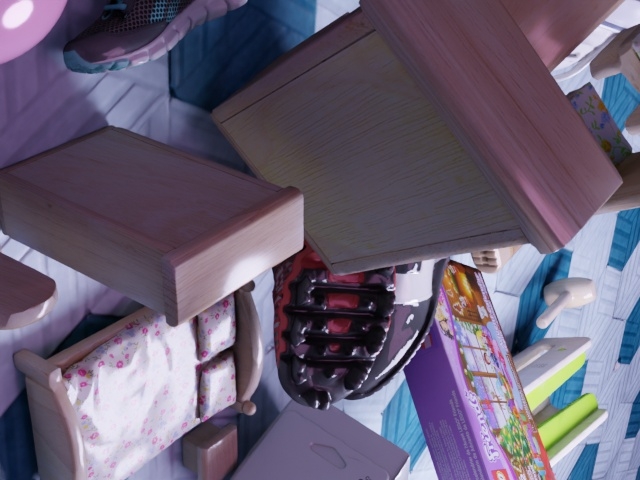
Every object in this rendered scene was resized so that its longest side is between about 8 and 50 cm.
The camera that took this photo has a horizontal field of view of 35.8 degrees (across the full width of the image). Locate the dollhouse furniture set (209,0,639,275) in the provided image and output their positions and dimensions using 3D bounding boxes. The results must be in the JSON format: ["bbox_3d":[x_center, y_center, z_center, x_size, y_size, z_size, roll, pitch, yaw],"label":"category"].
[{"bbox_3d":[0.149,-0.170,0.695,0.394,0.256,0.362,-43,103,-24],"label":"dollhouse furniture set"}]

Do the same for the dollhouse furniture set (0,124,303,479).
[{"bbox_3d":[-0.124,0.124,0.695,0.303,0.174,0.356,-31,132,-43],"label":"dollhouse furniture set"}]

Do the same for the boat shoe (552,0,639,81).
[{"bbox_3d":[0.214,-0.215,1.013,0.367,0.136,0.156,-9,142,-39],"label":"boat shoe"}]

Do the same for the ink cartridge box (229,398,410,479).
[{"bbox_3d":[0.001,0.254,0.959,0.127,0.128,0.176,-50,156,-27],"label":"ink cartridge box"}]

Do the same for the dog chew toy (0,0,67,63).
[{"bbox_3d":[-0.150,-0.231,0.444,0.206,0.206,0.332,-6,121,-55],"label":"dog chew toy"}]

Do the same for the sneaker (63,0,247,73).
[{"bbox_3d":[-0.115,-0.169,0.662,0.166,0.065,0.076,-45,124,-37],"label":"sneaker"}]

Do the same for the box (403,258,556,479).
[{"bbox_3d":[0.163,0.160,1.080,0.201,0.057,0.293,16,52,-58],"label":"box"}]

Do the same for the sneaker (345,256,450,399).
[{"bbox_3d":[0.057,-0.011,0.961,0.146,0.122,0.330,27,86,-39],"label":"sneaker"}]

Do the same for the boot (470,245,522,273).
[{"bbox_3d":[0.216,-0.107,1.175,0.207,0.090,0.248,-57,146,-40],"label":"boot"}]

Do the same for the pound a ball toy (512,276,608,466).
[{"bbox_3d":[0.291,0.192,1.415,0.319,0.135,0.208,-21,99,-49],"label":"pound a ball toy"}]

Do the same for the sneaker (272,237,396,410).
[{"bbox_3d":[0.000,0.000,0.826,0.097,0.135,0.276,9,82,-25],"label":"sneaker"}]
